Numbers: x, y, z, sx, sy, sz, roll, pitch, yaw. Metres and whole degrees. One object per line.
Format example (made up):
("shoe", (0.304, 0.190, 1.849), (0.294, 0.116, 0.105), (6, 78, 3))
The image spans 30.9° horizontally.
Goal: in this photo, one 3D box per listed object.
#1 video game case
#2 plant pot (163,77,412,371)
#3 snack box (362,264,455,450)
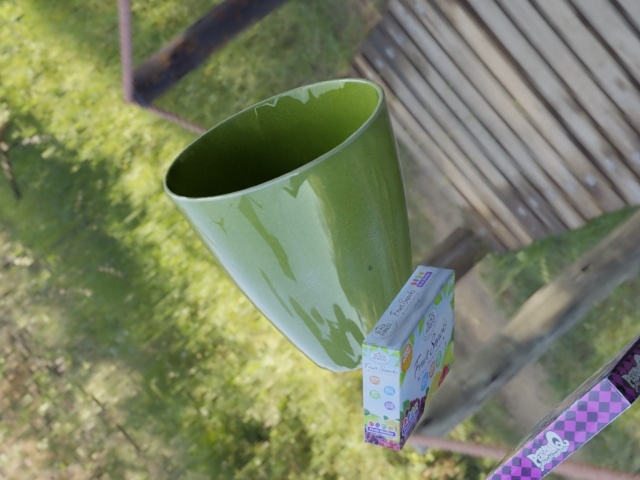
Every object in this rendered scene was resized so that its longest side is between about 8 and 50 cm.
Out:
("video game case", (0.285, 0.175, 1.228), (0.042, 0.210, 0.232), (48, 131, 12))
("plant pot", (0.000, 0.000, 1.386), (0.274, 0.274, 0.294), (24, 143, 59))
("snack box", (0.077, 0.096, 0.989), (0.037, 0.141, 0.100), (8, 120, 22))
